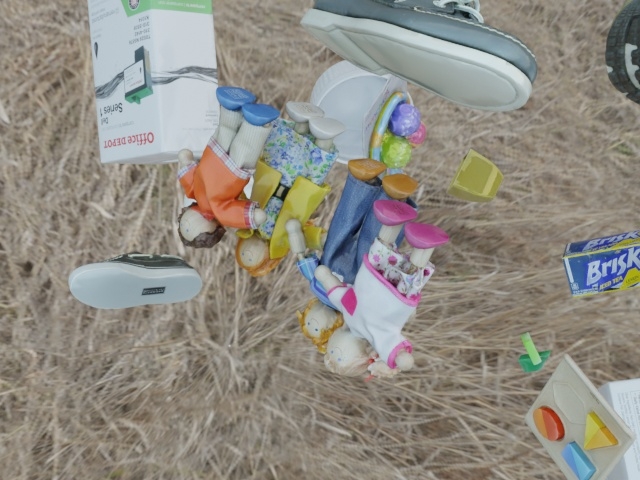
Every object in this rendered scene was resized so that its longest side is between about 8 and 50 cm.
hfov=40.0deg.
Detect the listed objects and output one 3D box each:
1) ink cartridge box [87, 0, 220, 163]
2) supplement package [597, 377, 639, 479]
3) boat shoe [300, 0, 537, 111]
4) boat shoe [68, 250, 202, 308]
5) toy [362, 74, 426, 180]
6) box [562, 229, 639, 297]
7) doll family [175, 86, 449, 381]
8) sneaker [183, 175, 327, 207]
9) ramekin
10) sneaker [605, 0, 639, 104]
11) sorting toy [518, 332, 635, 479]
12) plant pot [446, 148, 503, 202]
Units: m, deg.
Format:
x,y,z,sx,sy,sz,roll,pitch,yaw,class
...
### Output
x,y,z,sx,sy,sz,roll,pitch,yaw,class
-0.207,-0.207,1.090,0.092,0.160,0.219,-6,92,-41,ink cartridge box
0.420,0.230,0.875,0.262,0.199,0.198,-9,73,6,supplement package
0.089,-0.199,0.794,0.116,0.319,0.099,33,91,-34,boat shoe
-0.291,0.057,1.360,0.219,0.070,0.078,5,123,-41,boat shoe
0.110,-0.133,1.212,0.056,0.237,0.137,22,62,14,toy
0.389,0.023,1.081,0.169,0.054,0.059,-12,105,25,box
0.000,0.000,0.695,0.263,0.118,0.163,39,122,25,doll family
-0.130,-0.100,1.628,0.290,0.106,0.123,-7,80,20,sneaker
0.076,-0.265,1.758,0.207,0.109,0.207,-6,128,-8,ramekin
0.497,-0.246,1.123,0.410,0.158,0.182,23,82,-46,sneaker
0.127,0.091,0.471,0.012,0.062,0.083,-9,45,-27,sorting toy
0.299,-0.114,1.673,0.083,0.081,0.081,27,83,2,plant pot
